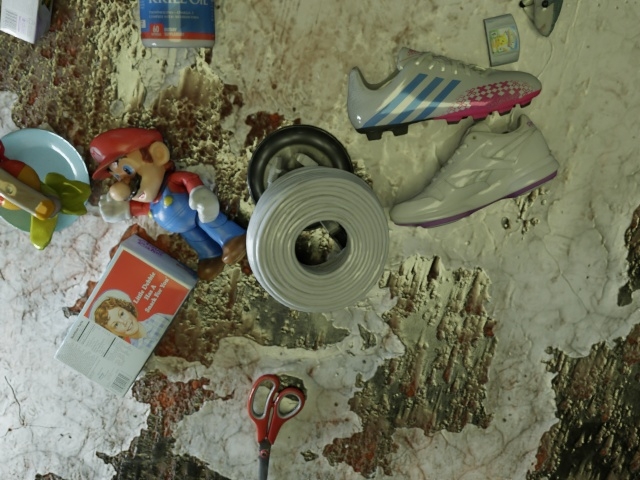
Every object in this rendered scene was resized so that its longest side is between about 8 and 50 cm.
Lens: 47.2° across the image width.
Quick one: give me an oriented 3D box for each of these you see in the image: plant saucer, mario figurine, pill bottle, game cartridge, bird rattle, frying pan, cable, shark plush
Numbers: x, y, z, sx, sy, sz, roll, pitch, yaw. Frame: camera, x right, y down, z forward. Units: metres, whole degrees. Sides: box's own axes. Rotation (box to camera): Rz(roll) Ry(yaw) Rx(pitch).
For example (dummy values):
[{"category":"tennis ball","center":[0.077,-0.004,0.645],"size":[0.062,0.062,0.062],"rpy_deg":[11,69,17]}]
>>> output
[{"category":"plant saucer","center":[-0.511,-0.109,1.335],"size":[0.195,0.037,0.195],"rpy_deg":[0,104,2]},{"category":"mario figurine","center":[-0.282,-0.055,1.278],"size":[0.198,0.170,0.320],"rpy_deg":[-43,102,8]},{"category":"pill bottle","center":[-0.238,-0.431,1.204],"size":[0.124,0.124,0.221],"rpy_deg":[-1,104,1]},{"category":"game cartridge","center":[0.317,-0.348,1.271],"size":[0.056,0.017,0.083],"rpy_deg":[-13,104,0]},{"category":"bird rattle","center":[-0.510,-0.107,1.223],"size":[0.143,0.207,0.253],"rpy_deg":[-47,109,-7]},{"category":"frying pan","center":[-0.023,-0.049,1.339],"size":[0.197,0.053,0.326],"rpy_deg":[-12,100,4]},{"category":"cable","center":[0.000,0.000,1.275],"size":[0.257,0.089,0.257],"rpy_deg":[19,100,-20]},{"category":"shark plush","center":[0.404,-0.432,1.245],"size":[0.067,0.073,0.161],"rpy_deg":[31,82,-26]}]

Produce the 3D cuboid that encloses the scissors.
[{"category":"scissors","center":[-0.120,0.407,1.470],"size":[0.109,0.021,0.297],"rpy_deg":[18,105,-6]}]

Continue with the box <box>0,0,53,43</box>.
[{"category":"box","center":[-0.454,-0.470,1.159],"size":[0.067,0.063,0.324],"rpy_deg":[21,131,-6]}]

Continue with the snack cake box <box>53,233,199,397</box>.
[{"category":"snack cake box","center":[-0.360,0.141,1.369],"size":[0.152,0.089,0.264],"rpy_deg":[33,102,-5]}]

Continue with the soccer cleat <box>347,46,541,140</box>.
[{"category":"soccer cleat","center":[0.205,-0.267,1.241],"size":[0.331,0.116,0.143],"rpy_deg":[-11,104,4]}]

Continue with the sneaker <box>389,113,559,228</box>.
[{"category":"sneaker","center":[0.255,-0.119,1.297],"size":[0.305,0.114,0.152],"rpy_deg":[-23,89,2]}]
